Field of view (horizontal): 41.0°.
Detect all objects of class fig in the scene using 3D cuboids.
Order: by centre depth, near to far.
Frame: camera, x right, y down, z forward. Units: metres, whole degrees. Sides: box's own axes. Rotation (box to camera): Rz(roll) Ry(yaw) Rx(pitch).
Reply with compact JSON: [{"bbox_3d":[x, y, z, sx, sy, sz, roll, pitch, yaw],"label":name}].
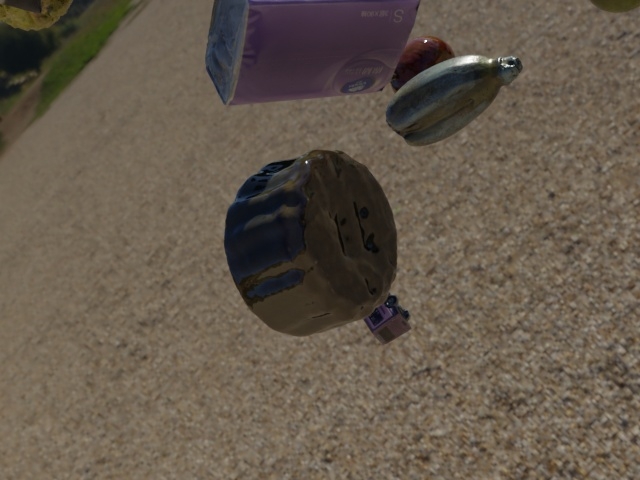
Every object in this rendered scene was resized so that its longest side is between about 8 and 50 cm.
[{"bbox_3d":[0.255,-0.431,2.206,0.205,0.205,0.205,-39,22,19],"label":"fig"}]

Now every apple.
[{"bbox_3d":[0.812,-0.717,2.326,0.196,0.196,0.157,-45,41,4],"label":"apple"}]

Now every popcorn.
[{"bbox_3d":[-0.670,-0.595,1.936,0.212,0.259,0.259,-14,26,4],"label":"popcorn"}]

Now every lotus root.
[{"bbox_3d":[0.298,-0.331,1.915,0.322,0.158,0.140,-29,32,21],"label":"lotus root"}]

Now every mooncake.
[{"bbox_3d":[0.000,0.000,1.347,0.161,0.290,0.290,-18,34,40],"label":"mooncake"}]

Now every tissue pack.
[{"bbox_3d":[-0.023,-0.375,1.540,0.242,0.339,0.160,110,143,-49],"label":"tissue pack"}]

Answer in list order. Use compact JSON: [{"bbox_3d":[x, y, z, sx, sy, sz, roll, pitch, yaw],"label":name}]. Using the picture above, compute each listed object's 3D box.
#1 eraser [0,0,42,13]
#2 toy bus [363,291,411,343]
[{"bbox_3d":[-0.392,-0.529,1.197,0.098,0.096,0.403,40,114,57],"label":"eraser"},{"bbox_3d":[0.124,0.140,1.918,0.098,0.087,0.178,-36,46,5],"label":"toy bus"}]
